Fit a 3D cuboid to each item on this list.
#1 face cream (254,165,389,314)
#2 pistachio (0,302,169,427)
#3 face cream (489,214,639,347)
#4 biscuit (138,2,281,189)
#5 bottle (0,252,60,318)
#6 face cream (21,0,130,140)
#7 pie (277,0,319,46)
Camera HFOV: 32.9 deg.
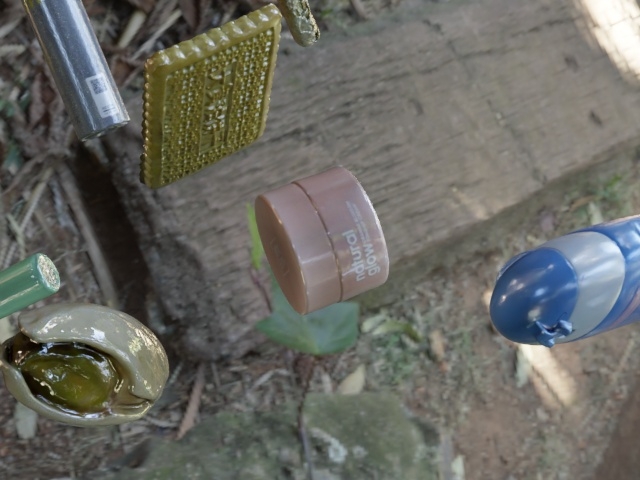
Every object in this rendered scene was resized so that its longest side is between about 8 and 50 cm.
[{"bbox_3d":[0.000,0.000,1.242,0.104,0.149,0.149,-21,90,-14],"label":"face cream"},{"bbox_3d":[-0.263,0.138,1.220,0.137,0.153,0.238,-60,155,0],"label":"pistachio"},{"bbox_3d":[0.243,0.033,0.924,0.264,0.149,0.083,-10,60,-43],"label":"face cream"},{"bbox_3d":[-0.128,-0.155,1.248,0.172,0.254,0.029,-29,70,-23],"label":"biscuit"},{"bbox_3d":[-0.220,0.039,0.737,0.030,0.083,0.030,61,10,-18],"label":"bottle"},{"bbox_3d":[-0.331,-0.270,1.398,0.073,0.073,0.283,-27,98,-44],"label":"face cream"},{"bbox_3d":[-0.052,-0.381,1.600,0.195,0.046,0.195,-23,90,-87],"label":"pie"}]
